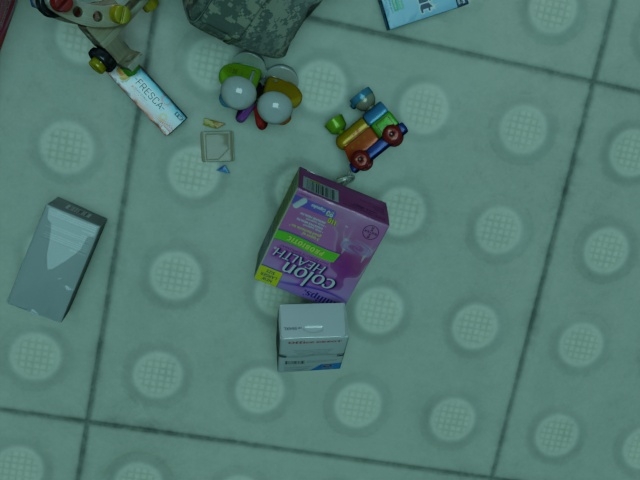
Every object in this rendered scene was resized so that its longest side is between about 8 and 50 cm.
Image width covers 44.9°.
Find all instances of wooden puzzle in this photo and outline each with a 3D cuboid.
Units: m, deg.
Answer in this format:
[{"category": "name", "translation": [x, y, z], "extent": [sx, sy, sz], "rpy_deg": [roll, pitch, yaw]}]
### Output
[{"category": "wooden puzzle", "translation": [-0.228, -0.209, 1.714], "extent": [0.079, 0.014, 0.116], "rpy_deg": [5, 100, -3]}]

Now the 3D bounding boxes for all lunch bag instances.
[{"category": "lunch bag", "translation": [-0.099, -0.520, 1.525], "extent": [0.256, 0.212, 0.305], "rpy_deg": [20, 129, -35]}]

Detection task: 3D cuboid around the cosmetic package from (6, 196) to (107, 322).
[{"category": "cosmetic package", "translation": [-0.568, 0.043, 1.677], "extent": [0.127, 0.107, 0.238], "rpy_deg": [25, 100, -11]}]

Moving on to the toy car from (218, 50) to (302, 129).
[{"category": "toy car", "translation": [-0.137, -0.305, 1.654], "extent": [0.182, 0.159, 0.136], "rpy_deg": [20, 134, -10]}]

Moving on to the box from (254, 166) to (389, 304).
[{"category": "box", "translation": [0.000, 0.000, 1.692], "extent": [0.214, 0.117, 0.243], "rpy_deg": [23, 116, -11]}]

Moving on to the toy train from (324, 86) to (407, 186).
[{"category": "toy train", "translation": [0.059, -0.213, 1.713], "extent": [0.248, 0.105, 0.143], "rpy_deg": [-38, 86, 8]}]

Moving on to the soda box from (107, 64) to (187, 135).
[{"category": "soda box", "translation": [-0.369, -0.311, 1.654], "extent": [0.063, 0.058, 0.183], "rpy_deg": [-41, 103, 2]}]

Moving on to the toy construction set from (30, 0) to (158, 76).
[{"category": "toy construction set", "translation": [-0.368, -0.456, 1.504], "extent": [0.309, 0.257, 0.237], "rpy_deg": [-5, 135, 32]}]

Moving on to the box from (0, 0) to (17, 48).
[{"category": "box", "translation": [-0.741, -0.381, 1.549], "extent": [0.142, 0.154, 0.300], "rpy_deg": [22, 96, -10]}]

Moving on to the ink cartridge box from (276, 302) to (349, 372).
[{"category": "ink cartridge box", "translation": [-0.022, 0.217, 1.719], "extent": [0.148, 0.203, 0.086], "rpy_deg": [-1, 60, -7]}]

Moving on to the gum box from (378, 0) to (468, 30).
[{"category": "gum box", "translation": [0.212, -0.562, 1.685], "extent": [0.184, 0.041, 0.157], "rpy_deg": [-19, 102, -2]}]
